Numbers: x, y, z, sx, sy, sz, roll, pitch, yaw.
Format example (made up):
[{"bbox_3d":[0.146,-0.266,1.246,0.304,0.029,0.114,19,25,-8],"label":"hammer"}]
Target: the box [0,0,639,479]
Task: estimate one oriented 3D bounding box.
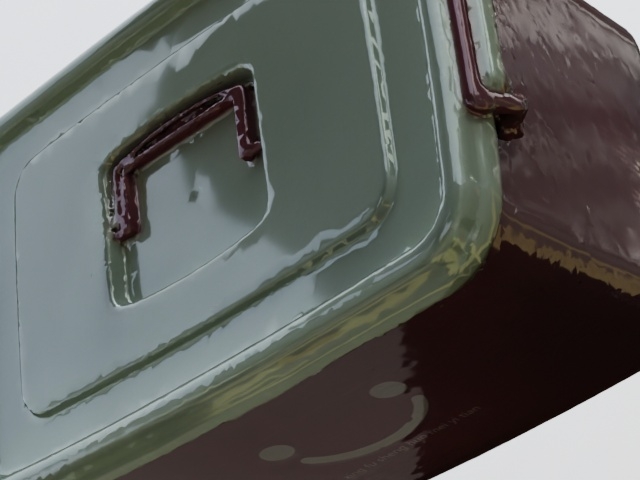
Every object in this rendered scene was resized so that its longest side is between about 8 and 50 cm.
[{"bbox_3d":[0.000,0.000,0.777,0.294,0.193,0.167,-30,-35,35],"label":"box"}]
